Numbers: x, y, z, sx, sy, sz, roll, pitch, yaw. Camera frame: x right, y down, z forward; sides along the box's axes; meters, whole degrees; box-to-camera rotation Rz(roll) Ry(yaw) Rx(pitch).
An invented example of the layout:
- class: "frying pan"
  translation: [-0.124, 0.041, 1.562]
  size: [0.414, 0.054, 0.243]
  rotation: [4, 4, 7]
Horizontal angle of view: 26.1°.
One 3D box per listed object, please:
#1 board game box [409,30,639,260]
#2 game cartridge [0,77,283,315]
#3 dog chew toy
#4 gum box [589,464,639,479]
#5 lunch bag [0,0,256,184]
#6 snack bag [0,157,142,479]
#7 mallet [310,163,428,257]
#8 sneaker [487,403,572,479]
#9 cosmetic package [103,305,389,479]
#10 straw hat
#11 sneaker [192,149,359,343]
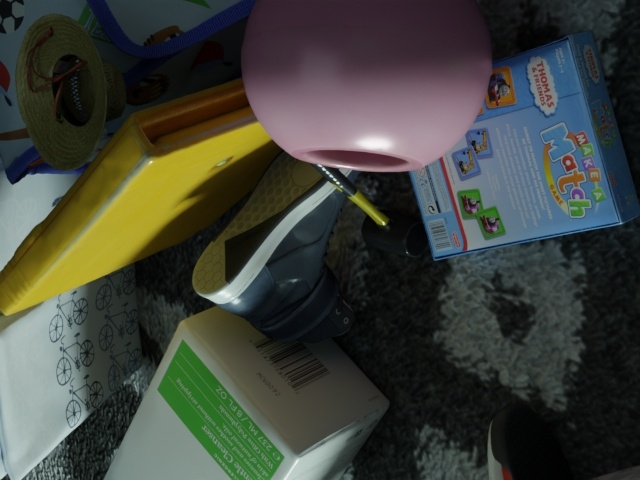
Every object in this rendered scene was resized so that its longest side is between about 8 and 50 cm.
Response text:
- class: "board game box"
  translation: [0.163, -0.077, 1.201]
  size: [0.211, 0.039, 0.160]
  rotation: [-12, 95, 48]
- class: "game cartridge"
  translation: [-0.145, -0.056, 1.339]
  size: [0.323, 0.285, 0.053]
  rotation: [-38, 81, 45]
- class: "dog chew toy"
  translation: [0.045, -0.228, 1.139]
  size: [0.206, 0.206, 0.332]
  rotation: [0, 83, 45]
- class: "gum box"
  translation: [0.298, 0.242, 1.166]
  size: [0.188, 0.062, 0.107]
  rotation: [-29, 84, 47]
- class: "lunch bag"
  translation: [-0.203, -0.284, 1.363]
  size: [0.385, 0.239, 0.328]
  rotation: [-31, 82, 31]
- class: "snack bag"
  translation: [-0.288, 0.045, 1.511]
  size: [0.037, 0.323, 0.342]
  rotation: [2, 108, 19]
- class: "mallet"
  translation: [0.025, -0.043, 1.275]
  size: [0.062, 0.189, 0.039]
  rotation: [13, 70, 50]
- class: "sneaker"
  translation: [0.174, 0.291, 1.290]
  size: [0.145, 0.090, 0.270]
  rotation: [-18, 94, 45]
- class: "cosmetic package"
  translation: [-0.100, 0.244, 1.503]
  size: [0.197, 0.155, 0.365]
  rotation: [45, 131, 21]
- class: "straw hat"
  translation: [-0.207, -0.134, 1.228]
  size: [0.144, 0.061, 0.144]
  rotation: [7, 100, 45]
- class: "sneaker"
  translation: [-0.001, 0.000, 1.369]
  size: [0.226, 0.163, 0.086]
  rotation: [-48, 39, 2]
